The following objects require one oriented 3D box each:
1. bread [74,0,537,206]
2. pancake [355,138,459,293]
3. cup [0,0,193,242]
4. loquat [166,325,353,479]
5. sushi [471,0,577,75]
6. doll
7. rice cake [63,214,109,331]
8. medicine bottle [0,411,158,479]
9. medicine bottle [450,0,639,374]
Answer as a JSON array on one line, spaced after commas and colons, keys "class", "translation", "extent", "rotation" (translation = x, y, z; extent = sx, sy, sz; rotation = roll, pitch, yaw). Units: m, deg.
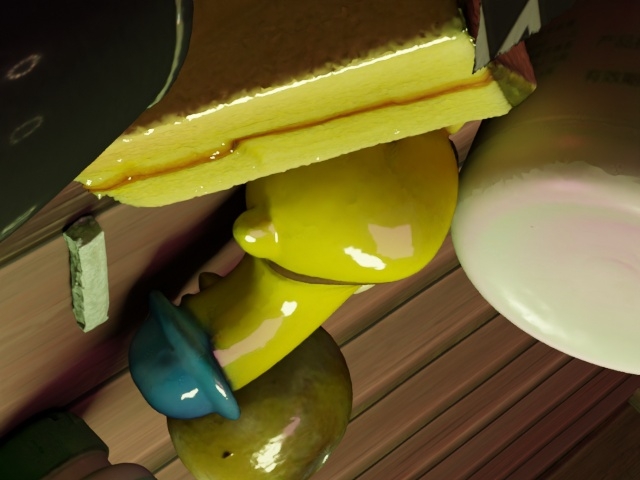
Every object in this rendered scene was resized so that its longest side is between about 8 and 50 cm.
[{"class": "bread", "translation": [-0.030, -0.134, 0.969], "extent": [0.264, 0.163, 0.167], "rotation": [-15, 167, 13]}, {"class": "pancake", "translation": [0.049, -0.019, 1.286], "extent": [0.152, 0.025, 0.151], "rotation": [-37, -155, 21]}, {"class": "cup", "translation": [-0.165, -0.076, 0.636], "extent": [0.223, 0.169, 0.176], "rotation": [-13, -158, 48]}, {"class": "loquat", "translation": [-0.050, 0.133, 1.357], "extent": [0.152, 0.152, 0.195], "rotation": [-37, 153, -25]}, {"class": "sushi", "translation": [0.131, -0.267, 0.905], "extent": [0.292, 0.059, 0.294], "rotation": [-39, 139, -50]}, {"class": "doll", "translation": [0.000, 0.000, 1.169], "extent": [0.199, 0.145, 0.363], "rotation": [1, 136, -52]}, {"class": "rice cake", "translation": [-0.148, 0.023, 1.082], "extent": [0.022, 0.021, 0.121], "rotation": [-33, 157, -21]}, {"class": "medicine bottle", "translation": [-0.131, 0.251, 1.210], "extent": [0.133, 0.274, 0.133], "rotation": [-38, 161, -16]}, {"class": "medicine bottle", "translation": [0.257, -0.090, 1.251], "extent": [0.256, 0.256, 0.325], "rotation": [104, 9, -58]}]
